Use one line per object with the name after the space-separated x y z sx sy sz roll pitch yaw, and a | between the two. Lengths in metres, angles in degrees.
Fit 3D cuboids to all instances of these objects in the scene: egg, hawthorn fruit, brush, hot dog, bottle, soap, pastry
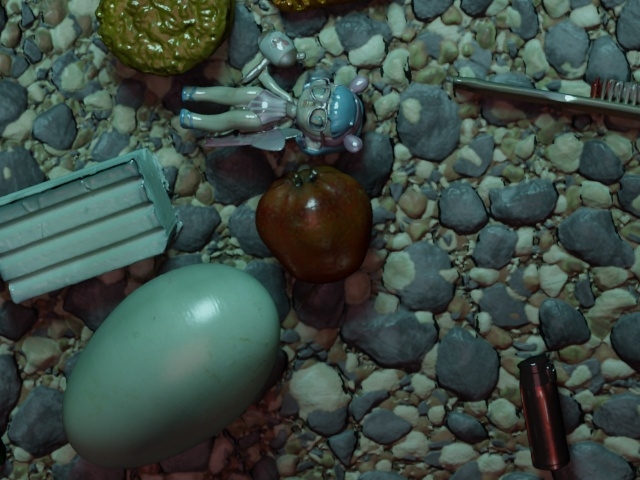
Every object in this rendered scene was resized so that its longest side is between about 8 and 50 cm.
-0.215 0.181 1.797 0.371 0.230 0.230 -40 96 19 | egg
0.000 0.000 1.782 0.163 0.162 0.203 -12 118 8 | hawthorn fruit
0.341 -0.203 1.740 0.321 0.060 0.050 9 91 3 | brush
0.010 -0.353 1.738 0.188 0.055 0.072 -9 104 7 | hot dog
0.322 0.246 1.845 0.060 0.060 0.164 -10 102 8 | bottle
-0.340 -0.025 1.836 0.261 0.094 0.150 -18 106 8 | soap
-0.207 -0.318 1.743 0.189 0.103 0.188 1 104 6 | pastry

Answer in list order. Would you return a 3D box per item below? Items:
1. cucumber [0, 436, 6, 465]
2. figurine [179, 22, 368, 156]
-0.514 0.285 1.952 0.032 0.032 0.133 -24 99 11 | cucumber
-0.063 -0.195 1.773 0.260 0.103 0.205 2 67 7 | figurine
